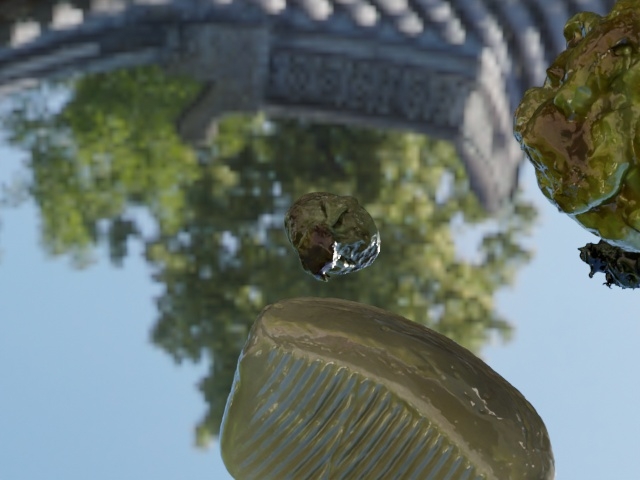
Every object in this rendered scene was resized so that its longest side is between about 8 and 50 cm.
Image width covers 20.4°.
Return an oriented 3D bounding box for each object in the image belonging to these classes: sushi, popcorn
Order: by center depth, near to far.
[{"bbox_3d":[0.330,-0.126,1.750,0.247,0.282,0.282,29,-166,-22],"label":"popcorn"},{"bbox_3d":[0.329,0.018,1.888,0.085,0.056,0.083,-27,-156,-22],"label":"sushi"}]

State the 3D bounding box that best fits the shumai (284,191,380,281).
[{"bbox_3d":[0.000,0.001,2.126,0.124,0.099,0.087,9,-158,28],"label":"shumai"}]

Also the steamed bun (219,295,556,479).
[{"bbox_3d":[0.091,0.216,2.011,0.384,0.247,0.236,28,-150,15],"label":"steamed bun"}]
